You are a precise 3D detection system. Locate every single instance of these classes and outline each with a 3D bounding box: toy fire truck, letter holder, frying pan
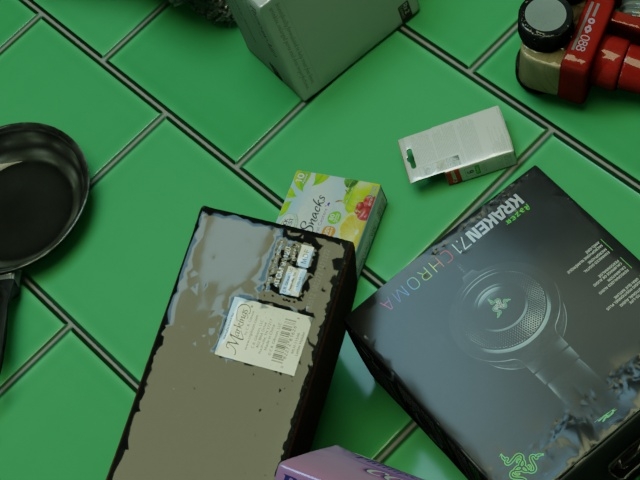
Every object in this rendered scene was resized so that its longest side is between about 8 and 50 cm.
[{"bbox_3d":[0.347,-0.243,1.685,0.246,0.158,0.217,19,67,13],"label":"toy fire truck"},{"bbox_3d":[-0.074,0.158,1.538,0.152,0.214,0.301,13,68,11],"label":"letter holder"},{"bbox_3d":[-0.325,0.004,1.790,0.197,0.053,0.326,-27,58,0],"label":"frying pan"}]

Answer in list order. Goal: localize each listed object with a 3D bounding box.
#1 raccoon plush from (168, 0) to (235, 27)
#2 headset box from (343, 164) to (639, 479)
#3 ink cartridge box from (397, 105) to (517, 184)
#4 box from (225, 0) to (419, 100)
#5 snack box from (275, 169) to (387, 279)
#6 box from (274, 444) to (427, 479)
[{"bbox_3d":[-0.279,-0.331,1.946,0.446,0.216,0.299,-35,66,30],"label":"raccoon plush"},{"bbox_3d":[0.209,0.117,1.510,0.246,0.131,0.283,-38,57,-6],"label":"headset box"},{"bbox_3d":[0.146,-0.095,1.717,0.115,0.029,0.063,-18,57,7],"label":"ink cartridge box"},{"bbox_3d":[-0.007,-0.288,1.787,0.182,0.181,0.119,-40,57,-8],"label":"box"},{"bbox_3d":[0.000,0.000,1.700,0.100,0.037,0.141,10,64,24],"label":"snack box"},{"bbox_3d":[0.052,0.329,1.377,0.214,0.117,0.243,18,98,25],"label":"box"}]
